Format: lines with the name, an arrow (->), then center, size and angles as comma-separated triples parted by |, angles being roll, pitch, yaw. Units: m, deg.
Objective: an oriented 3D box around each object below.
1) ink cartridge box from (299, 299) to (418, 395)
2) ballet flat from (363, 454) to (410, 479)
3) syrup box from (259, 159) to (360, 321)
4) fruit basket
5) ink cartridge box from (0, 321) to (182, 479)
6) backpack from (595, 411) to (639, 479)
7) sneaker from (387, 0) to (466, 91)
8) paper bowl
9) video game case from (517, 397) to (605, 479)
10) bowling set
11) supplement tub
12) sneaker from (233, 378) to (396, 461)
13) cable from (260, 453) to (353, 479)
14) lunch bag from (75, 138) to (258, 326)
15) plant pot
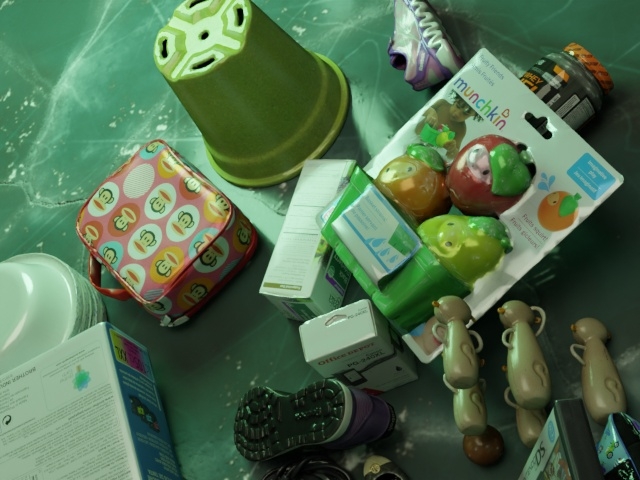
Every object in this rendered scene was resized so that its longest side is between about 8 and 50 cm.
ink cartridge box -> 0.054, 0.155, 1.695 | 0.109, 0.150, 0.063 | -23, 52, 16
ballet flat -> 0.103, 0.348, 1.612 | 0.057, 0.049, 0.173 | -36, 50, 5
syrup box -> 0.000, 0.000, 1.861 | 0.096, 0.093, 0.237 | 3, 63, 31
fruit basket -> 0.179, -0.059, 1.663 | 0.353, 0.165, 0.327 | -48, 50, 14
ink cartridge box -> -0.349, 0.360, 1.788 | 0.270, 0.151, 0.395 | -28, 57, 13
backpack -> 0.372, 0.293, 1.428 | 0.117, 0.158, 0.173 | -46, 33, 21
sneaker -> 0.148, -0.332, 1.990 | 0.104, 0.095, 0.236 | -34, 51, 17
paper bowl -> -0.509, 0.151, 2.029 | 0.284, 0.148, 0.284 | -15, 56, 23
video game case -> 0.282, 0.357, 1.386 | 0.035, 0.248, 0.274 | -3, 54, -8
bowling set -> 0.225, 0.179, 1.572 | 0.200, 0.287, 0.154 | -50, 32, 40
supplement tub -> 0.324, -0.190, 1.777 | 0.190, 0.117, 0.117 | -43, 50, -1
sneaker -> -0.010, 0.263, 1.709 | 0.283, 0.124, 0.107 | -14, 64, 52
cable -> -0.042, 0.371, 1.684 | 0.184, 0.047, 0.150 | -16, 54, 22
lunch bag -> -0.268, -0.005, 2.002 | 0.258, 0.120, 0.293 | -45, 50, -2
plant pot -> -0.131, -0.267, 2.000 | 0.276, 0.254, 0.276 | -15, 54, 22
